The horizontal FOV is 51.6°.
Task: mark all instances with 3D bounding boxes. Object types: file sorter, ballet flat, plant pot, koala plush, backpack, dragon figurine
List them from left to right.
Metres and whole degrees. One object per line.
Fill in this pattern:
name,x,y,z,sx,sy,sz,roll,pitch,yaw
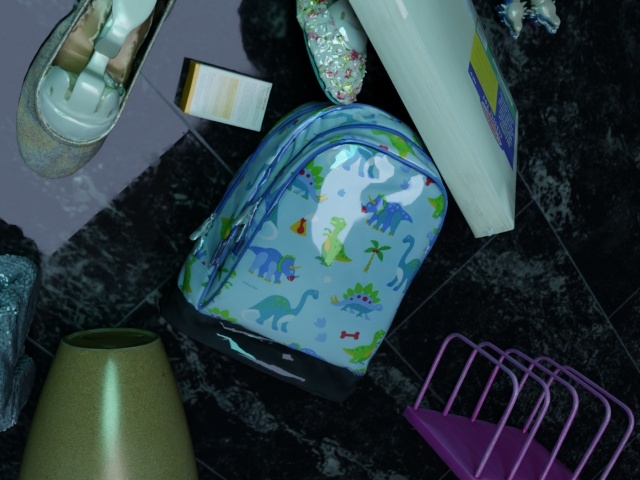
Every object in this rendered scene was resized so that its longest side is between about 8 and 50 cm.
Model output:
koala plush,-0.441,0.121,0.717,0.222,0.203,0.196,7,107,-13
ballet flat,-0.238,-0.200,0.709,0.108,0.106,0.315,23,100,-29
plant pot,-0.263,0.245,0.829,0.237,0.237,0.254,0,95,-23
backpack,0.000,0.000,0.828,0.290,0.273,0.355,28,84,-15
ballet flat,0.013,-0.271,0.735,0.091,0.077,0.240,3,67,-53
dragon figurine,0.249,-0.402,0.848,0.085,0.144,0.289,-25,99,-11
file sorter,0.333,0.289,1.094,0.291,0.202,0.182,18,101,-28

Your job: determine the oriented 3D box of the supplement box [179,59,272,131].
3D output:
supplement box,-0.116,-0.177,0.810,0.099,0.036,0.062,10,106,-26

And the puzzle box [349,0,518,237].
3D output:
puzzle box,0.139,-0.235,0.782,0.052,0.272,0.408,-16,124,29
